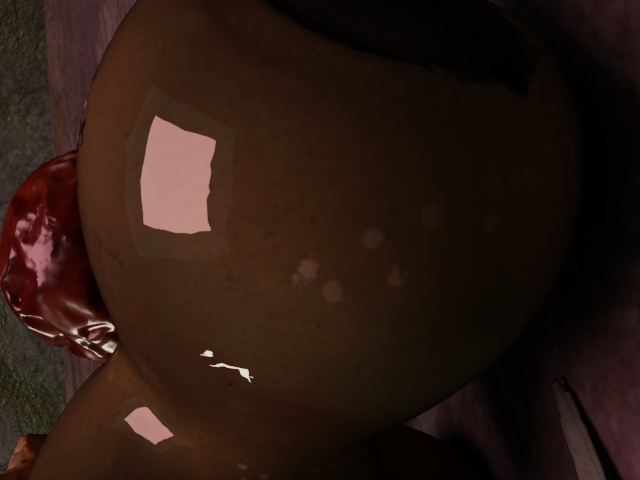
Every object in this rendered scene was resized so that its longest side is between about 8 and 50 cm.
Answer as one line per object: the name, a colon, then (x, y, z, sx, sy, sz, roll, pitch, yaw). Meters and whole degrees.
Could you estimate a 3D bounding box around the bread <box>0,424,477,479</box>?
bread: (-0.068, 0.192, 0.795, 0.195, 0.343, 0.149, -119, 35, -56)

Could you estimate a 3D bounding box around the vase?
vase: (0.000, 0.000, 0.733, 0.329, 0.240, 0.302, -49, -19, -62)

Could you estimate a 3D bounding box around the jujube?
jujube: (-0.116, 0.011, 1.049, 0.174, 0.250, 0.174, 176, 90, -68)

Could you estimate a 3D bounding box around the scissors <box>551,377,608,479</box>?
scissors: (0.142, 0.166, 0.634, 0.248, 0.017, 0.144, -118, 43, -56)
